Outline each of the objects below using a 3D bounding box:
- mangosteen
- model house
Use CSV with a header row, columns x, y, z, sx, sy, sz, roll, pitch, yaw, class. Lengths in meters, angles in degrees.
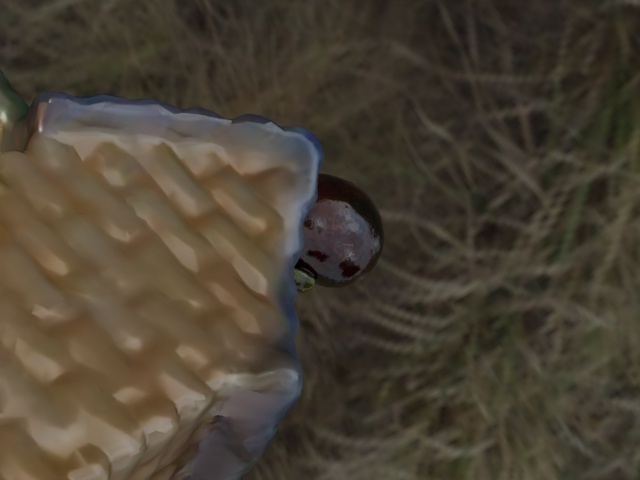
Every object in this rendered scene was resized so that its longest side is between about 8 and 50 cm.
x,y,z,sx,sy,sz,roll,pitch,yaw,class
0.001,-0.003,1.188,0.081,0.081,0.081,-8,122,-12,mangosteen
-0.098,0.017,0.471,0.172,0.183,0.166,-34,164,-37,model house
